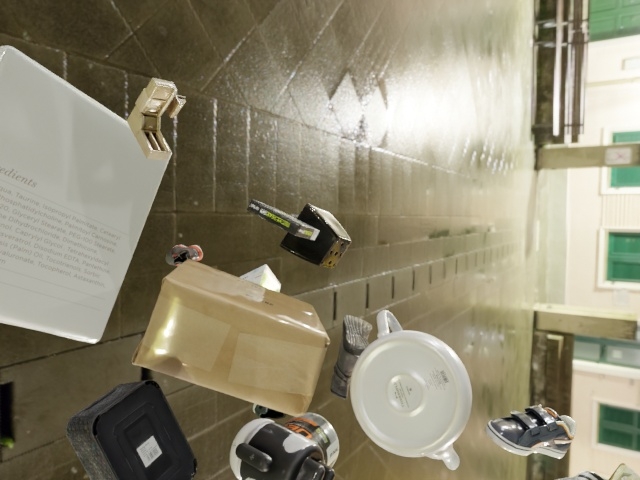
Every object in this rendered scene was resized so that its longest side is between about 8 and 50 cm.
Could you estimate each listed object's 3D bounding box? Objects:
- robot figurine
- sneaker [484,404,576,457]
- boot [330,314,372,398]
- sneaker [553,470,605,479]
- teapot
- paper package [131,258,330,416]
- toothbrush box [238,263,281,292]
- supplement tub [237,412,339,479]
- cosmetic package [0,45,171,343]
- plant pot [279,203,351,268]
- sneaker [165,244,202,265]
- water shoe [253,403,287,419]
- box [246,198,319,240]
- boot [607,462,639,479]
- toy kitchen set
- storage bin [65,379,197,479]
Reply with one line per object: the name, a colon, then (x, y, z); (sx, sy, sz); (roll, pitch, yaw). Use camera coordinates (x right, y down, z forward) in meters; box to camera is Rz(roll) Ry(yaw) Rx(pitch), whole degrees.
robot figurine: (-0.104, 0.568, 1.209); (0.173, 0.278, 0.209); (-30, 123, -46)
sneaker: (0.622, 0.548, 1.404); (0.321, 0.126, 0.128); (18, 103, -29)
boot: (0.099, 0.426, 1.790); (0.338, 0.118, 0.223); (-41, 151, -75)
sneaker: (0.579, 0.569, 0.988); (0.229, 0.132, 0.086); (46, 53, 3)
teapot: (0.190, 0.302, 0.979); (0.187, 0.252, 0.256); (28, 82, -64)
paper package: (-0.171, 0.184, 0.981); (0.309, 0.324, 0.168); (-148, -101, -82)
toothbrush box: (-0.286, 0.247, 1.859); (0.122, 0.206, 0.283); (57, 19, -22)
supplement tub: (-0.095, 0.688, 1.487); (0.338, 0.207, 0.207); (-2, 93, -65)
cosmetic package: (-0.548, -0.062, 0.861); (0.327, 0.329, 0.394); (33, 67, -49)
plant pot: (0.000, 0.000, 1.750); (0.188, 0.167, 0.187); (-57, 154, 9)
sneaker: (-0.419, 0.047, 1.407); (0.065, 0.157, 0.061); (-31, 103, -51)
water shoe: (-0.129, 0.577, 1.628); (0.203, 0.080, 0.073); (2, 108, -32)
box: (-0.114, -0.063, 1.509); (0.045, 0.184, 0.190); (-61, 162, 4)
boot: (1.019, 0.874, 1.575); (0.213, 0.165, 0.077); (-49, 140, -8)
toy kitchen set: (-0.215, -0.170, 0.680); (0.068, 0.083, 0.075); (-8, 62, -53)
storage bin: (-0.290, 0.325, 0.746); (0.122, 0.084, 0.180); (-33, 102, -54)
